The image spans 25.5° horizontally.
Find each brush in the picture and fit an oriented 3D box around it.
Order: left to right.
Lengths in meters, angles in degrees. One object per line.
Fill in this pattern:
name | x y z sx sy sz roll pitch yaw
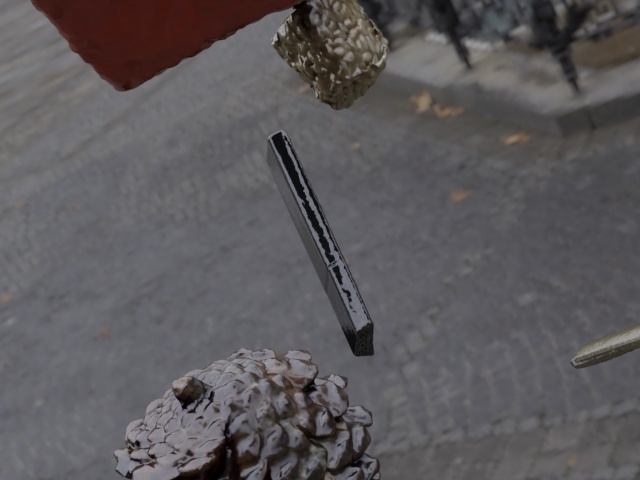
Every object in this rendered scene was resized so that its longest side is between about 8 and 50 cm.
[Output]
brush | 0.292 0.056 1.139 0.043 0.036 0.248 -19 -6 -36

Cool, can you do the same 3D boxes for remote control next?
remote control | 0.000 0.000 1.346 0.025 0.063 0.245 -17 57 -13

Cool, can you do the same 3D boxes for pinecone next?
pinecone | -0.075 0.266 1.653 0.242 0.296 0.298 -48 6 46

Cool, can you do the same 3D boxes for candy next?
candy | 0.008 -0.182 1.309 0.095 0.110 0.085 -42 -2 -33

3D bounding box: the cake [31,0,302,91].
cake | -0.148 -0.314 1.148 0.269 0.270 0.319 -29 39 8
